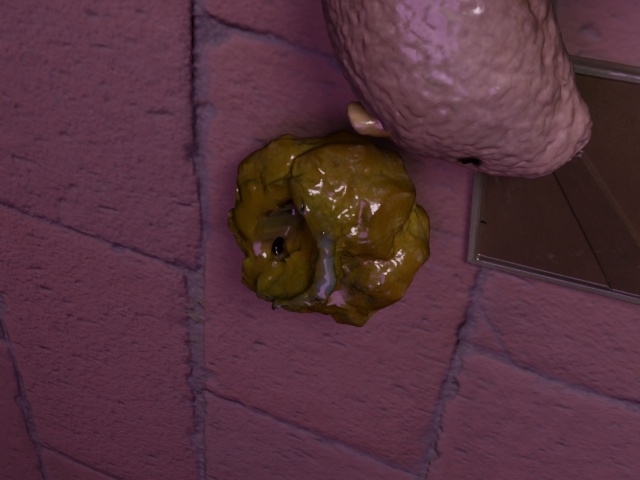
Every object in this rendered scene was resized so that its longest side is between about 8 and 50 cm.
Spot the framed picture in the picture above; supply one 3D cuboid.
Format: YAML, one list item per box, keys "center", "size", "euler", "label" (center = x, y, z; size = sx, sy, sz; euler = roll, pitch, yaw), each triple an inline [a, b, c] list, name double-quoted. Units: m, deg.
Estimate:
- center: [0.286, -0.064, 1.115]
  size: [0.240, 0.020, 0.324]
  euler: [13, 137, 19]
  label: "framed picture"

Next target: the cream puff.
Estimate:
- center: [-0.002, 0.000, 1.223]
  size: [0.281, 0.185, 0.282]
  euler: [14, 138, 13]
  label: "cream puff"

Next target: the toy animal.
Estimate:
- center: [0.108, -0.193, 0.932]
  size: [0.226, 0.188, 0.358]
  euler: [9, 141, 40]
  label: "toy animal"
